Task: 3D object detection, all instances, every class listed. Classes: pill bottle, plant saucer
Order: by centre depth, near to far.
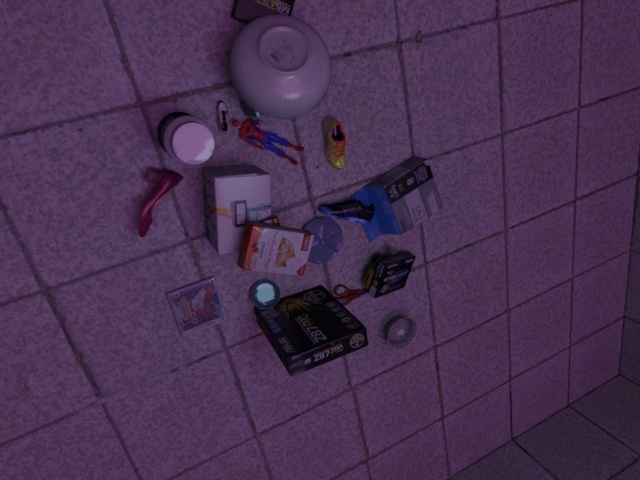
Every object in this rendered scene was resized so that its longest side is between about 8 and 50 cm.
[{"bbox_3d":[-0.426,-0.323,1.487,0.153,0.265,0.153,-9,112,-23],"label":"pill bottle"},{"bbox_3d":[-0.223,0.217,1.902,0.120,0.021,0.119,2,84,-18],"label":"plant saucer"}]

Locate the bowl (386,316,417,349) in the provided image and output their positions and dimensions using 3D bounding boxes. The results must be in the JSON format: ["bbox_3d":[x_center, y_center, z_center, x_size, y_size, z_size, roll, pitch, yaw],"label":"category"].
[{"bbox_3d":[0.375,0.430,2.254,0.170,0.080,0.170,-8,111,-23],"label":"bowl"}]

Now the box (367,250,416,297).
[{"bbox_3d":[0.317,0.150,2.086,0.220,0.051,0.175,-11,126,-44],"label":"box"}]

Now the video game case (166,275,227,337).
[{"bbox_3d":[-0.473,0.257,1.813,0.184,0.023,0.201,-20,115,-19],"label":"video game case"}]

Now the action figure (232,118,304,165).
[{"bbox_3d":[-0.178,-0.357,1.676,0.281,0.139,0.091,22,96,-28],"label":"action figure"}]

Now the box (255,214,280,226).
[{"bbox_3d":[-0.177,-0.011,1.629,0.094,0.027,0.137,-25,117,-19],"label":"box"}]

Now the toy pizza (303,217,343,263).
[{"bbox_3d":[0.000,0.000,1.946,0.201,0.032,0.201,-8,110,-24],"label":"toy pizza"}]

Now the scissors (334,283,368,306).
[{"bbox_3d":[0.179,0.246,2.131,0.297,0.021,0.108,0,105,-27],"label":"scissors"}]

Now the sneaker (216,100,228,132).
[{"bbox_3d":[-0.334,-0.427,1.624,0.040,0.044,0.109,-10,110,-21],"label":"sneaker"}]

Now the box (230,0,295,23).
[{"bbox_3d":[-0.183,-0.802,1.563,0.191,0.045,0.184,12,101,-28],"label":"box"}]

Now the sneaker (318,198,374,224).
[{"bbox_3d":[0.110,-0.130,1.914,0.232,0.081,0.090,11,104,-19],"label":"sneaker"}]

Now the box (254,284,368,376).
[{"bbox_3d":[-0.048,0.334,1.832,0.318,0.395,0.097,-18,117,-18],"label":"box"}]

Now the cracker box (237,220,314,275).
[{"bbox_3d":[-0.151,0.030,1.600,0.232,0.067,0.155,8,105,-30],"label":"cracker box"}]

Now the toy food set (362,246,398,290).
[{"bbox_3d":[0.256,0.119,2.098,0.217,0.071,0.128,-54,145,0],"label":"toy food set"}]

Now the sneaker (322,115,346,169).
[{"bbox_3d":[0.062,-0.368,1.808,0.082,0.094,0.208,-26,119,-18],"label":"sneaker"}]

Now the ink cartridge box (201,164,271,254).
[{"bbox_3d":[-0.296,-0.118,1.662,0.197,0.198,0.269,-8,111,-24],"label":"ink cartridge box"}]

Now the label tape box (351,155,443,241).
[{"bbox_3d":[0.332,-0.165,2.002,0.348,0.115,0.249,-33,119,-14],"label":"label tape box"}]

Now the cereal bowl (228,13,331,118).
[{"bbox_3d":[-0.119,-0.570,1.489,0.339,0.141,0.338,2,80,-12],"label":"cereal bowl"}]

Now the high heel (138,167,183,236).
[{"bbox_3d":[-0.550,-0.123,1.608,0.117,0.082,0.243,12,90,-19],"label":"high heel"}]

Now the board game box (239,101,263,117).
[{"bbox_3d":[-0.157,-0.489,1.621,0.210,0.160,0.047,-27,118,-14],"label":"board game box"}]
